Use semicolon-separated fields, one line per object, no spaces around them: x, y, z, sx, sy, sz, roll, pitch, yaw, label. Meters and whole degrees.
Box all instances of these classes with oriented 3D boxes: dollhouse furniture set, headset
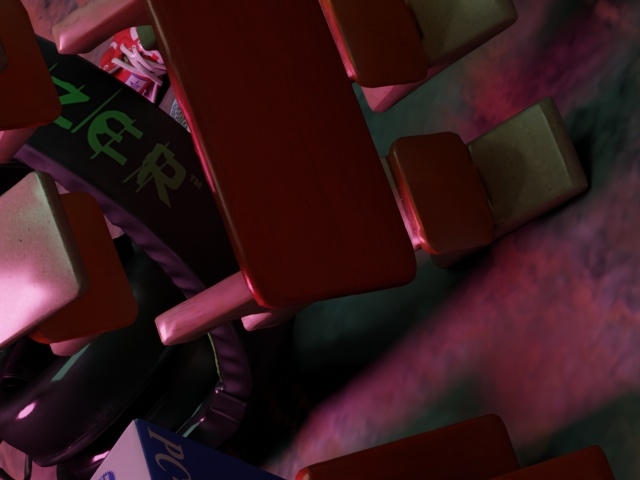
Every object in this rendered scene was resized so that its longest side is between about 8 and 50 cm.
0.000;0.000;0.697;0.135;0.262;0.259;-31;75;44;dollhouse furniture set
-0.134;0.010;0.941;0.185;0.243;0.394;-60;0;-30;headset

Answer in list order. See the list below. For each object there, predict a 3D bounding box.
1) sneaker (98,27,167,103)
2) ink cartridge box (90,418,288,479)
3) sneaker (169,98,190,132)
-0.097;-0.114;1.156;0.118;0.042;0.067;-18;47;64;sneaker
-0.024;0.157;0.740;0.046;0.097;0.207;-55;28;18;ink cartridge box
-0.053;-0.081;1.035;0.076;0.065;0.166;-31;40;53;sneaker
